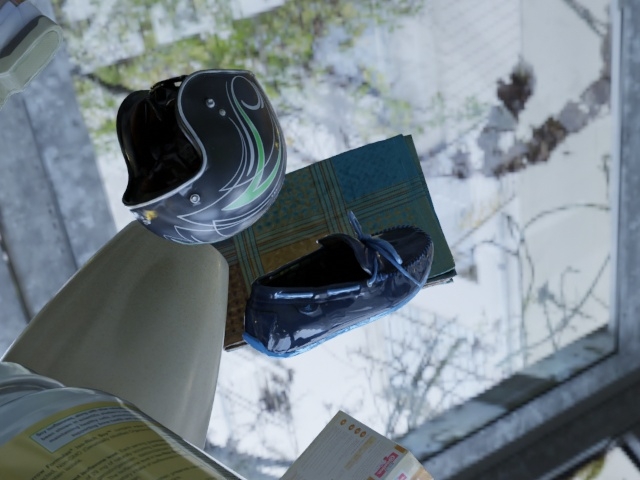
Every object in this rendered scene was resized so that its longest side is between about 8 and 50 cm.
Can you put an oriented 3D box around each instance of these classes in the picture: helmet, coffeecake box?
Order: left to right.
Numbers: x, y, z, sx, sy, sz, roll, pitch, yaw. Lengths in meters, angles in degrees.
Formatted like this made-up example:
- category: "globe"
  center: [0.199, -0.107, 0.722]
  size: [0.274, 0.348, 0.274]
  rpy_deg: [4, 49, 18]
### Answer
- category: "helmet"
  center: [-0.115, -0.078, 1.081]
  size: [0.169, 0.161, 0.169]
  rpy_deg: [-8, -178, 0]
- category: "coffeecake box"
  center: [0.044, 0.332, 1.523]
  size: [0.142, 0.068, 0.185]
  rpy_deg: [-47, -152, -13]

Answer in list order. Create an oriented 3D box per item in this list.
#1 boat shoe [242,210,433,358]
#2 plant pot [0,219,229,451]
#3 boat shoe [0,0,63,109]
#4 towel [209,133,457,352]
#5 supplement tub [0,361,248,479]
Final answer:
- category: "boat shoe"
  center: [0.032, 0.035, 1.131]
  size: [0.109, 0.089, 0.258]
  rpy_deg: [20, -145, 32]
- category: "plant pot"
  center: [-0.210, 0.123, 1.213]
  size: [0.256, 0.256, 0.274]
  rpy_deg: [11, -116, 27]
- category: "boat shoe"
  center: [-0.471, -0.195, 1.420]
  size: [0.103, 0.113, 0.302]
  rpy_deg: [39, -108, 7]
- category: "towel"
  center: [0.000, 0.000, 1.688]
  size: [0.370, 0.040, 0.271]
  rpy_deg: [-19, -121, 9]
- category: "supplement tub"
  center: [-0.131, 0.239, 0.691]
  size: [0.331, 0.241, 0.241]
  rpy_deg: [27, -134, 29]
